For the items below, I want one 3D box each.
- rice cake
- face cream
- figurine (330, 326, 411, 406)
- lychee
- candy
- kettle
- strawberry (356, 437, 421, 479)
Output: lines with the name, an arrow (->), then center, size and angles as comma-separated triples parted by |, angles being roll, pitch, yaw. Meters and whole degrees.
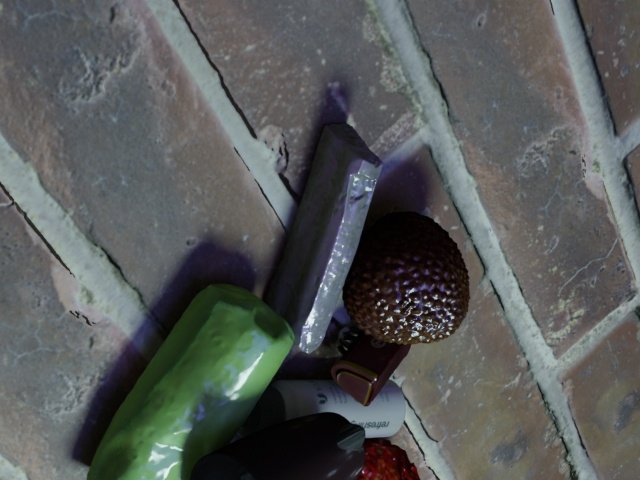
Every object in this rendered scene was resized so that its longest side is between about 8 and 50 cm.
rice cake -> 0.001, 0.000, 1.632 | 0.050, 0.106, 0.298 | 3, 115, -38
face cream -> -0.016, 0.245, 1.789 | 0.311, 0.092, 0.092 | 6, 113, -38
figurine -> 0.073, 0.154, 1.803 | 0.154, 0.098, 0.082 | -52, 161, -35
lychee -> 0.115, 0.054, 1.709 | 0.194, 0.194, 0.195 | -19, 127, -27
candy -> -0.173, 0.217, 1.620 | 0.344, 0.132, 0.142 | -57, 152, 7
kettle -> -0.053, 0.324, 1.642 | 0.232, 0.144, 0.202 | -18, 159, -48
strawberry -> 0.104, 0.417, 1.889 | 0.111, 0.237, 0.190 | -4, 159, 7
